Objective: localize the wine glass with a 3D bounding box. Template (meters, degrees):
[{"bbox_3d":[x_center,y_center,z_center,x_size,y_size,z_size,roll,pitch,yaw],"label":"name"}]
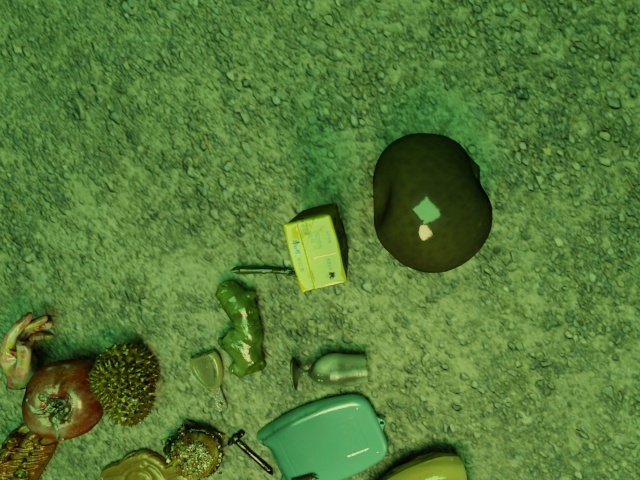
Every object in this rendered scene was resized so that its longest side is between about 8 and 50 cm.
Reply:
[{"bbox_3d":[0.026,0.375,1.275,0.222,0.103,0.103,-6,98,7],"label":"wine glass"}]

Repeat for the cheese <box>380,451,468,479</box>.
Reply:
[{"bbox_3d":[0.288,0.749,1.298,0.315,0.128,0.260,-13,99,8],"label":"cheese"}]

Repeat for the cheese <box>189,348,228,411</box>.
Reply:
[{"bbox_3d":[-0.322,0.424,1.343,0.097,0.037,0.192,-18,97,9],"label":"cheese"}]

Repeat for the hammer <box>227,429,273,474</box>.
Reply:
[{"bbox_3d":[-0.206,0.660,1.378,0.178,0.021,0.065,44,99,-3],"label":"hammer"}]

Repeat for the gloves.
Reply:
[{"bbox_3d":[-0.879,0.316,1.318,0.126,0.145,0.241,9,108,2],"label":"gloves"}]

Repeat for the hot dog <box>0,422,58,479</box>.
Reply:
[{"bbox_3d":[-0.966,0.729,1.403,0.158,0.117,0.349,36,99,-2],"label":"hot dog"}]

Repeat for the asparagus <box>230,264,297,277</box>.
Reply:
[{"bbox_3d":[-0.138,0.090,1.281,0.235,0.027,0.034,4,79,3],"label":"asparagus"}]

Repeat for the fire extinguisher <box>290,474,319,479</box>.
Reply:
[{"bbox_3d":[-0.047,0.707,1.317,0.083,0.022,0.028,-20,135,10],"label":"fire extinguisher"}]

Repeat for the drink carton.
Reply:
[{"bbox_3d":[0.000,0.000,1.092,0.111,0.351,0.155,-14,98,7],"label":"drink carton"}]

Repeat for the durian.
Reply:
[{"bbox_3d":[-0.547,0.412,1.279,0.183,0.138,0.250,-27,109,-21],"label":"durian"}]

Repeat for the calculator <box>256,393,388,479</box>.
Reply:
[{"bbox_3d":[0.015,0.605,1.336,0.386,0.054,0.256,-24,96,7],"label":"calculator"}]

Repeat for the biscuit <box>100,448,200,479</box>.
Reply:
[{"bbox_3d":[-0.560,0.798,1.416,0.375,0.051,0.270,-20,95,8],"label":"biscuit"}]

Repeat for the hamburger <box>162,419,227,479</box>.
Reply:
[{"bbox_3d":[-0.380,0.638,1.342,0.189,0.093,0.164,10,87,0],"label":"hamburger"}]

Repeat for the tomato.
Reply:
[{"bbox_3d":[-0.738,0.457,1.304,0.231,0.188,0.232,0,88,-3],"label":"tomato"}]

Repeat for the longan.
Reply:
[{"bbox_3d":[0.266,-0.093,1.099,0.288,0.288,0.350,-12,89,6],"label":"longan"}]

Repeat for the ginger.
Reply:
[{"bbox_3d":[-0.233,0.257,1.287,0.137,0.089,0.290,3,103,23],"label":"ginger"}]
